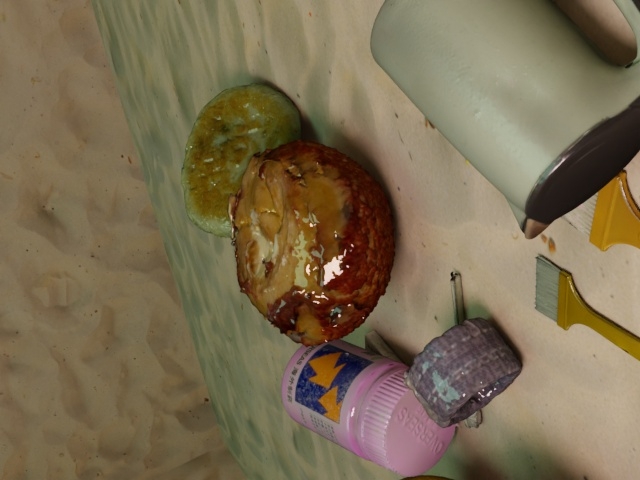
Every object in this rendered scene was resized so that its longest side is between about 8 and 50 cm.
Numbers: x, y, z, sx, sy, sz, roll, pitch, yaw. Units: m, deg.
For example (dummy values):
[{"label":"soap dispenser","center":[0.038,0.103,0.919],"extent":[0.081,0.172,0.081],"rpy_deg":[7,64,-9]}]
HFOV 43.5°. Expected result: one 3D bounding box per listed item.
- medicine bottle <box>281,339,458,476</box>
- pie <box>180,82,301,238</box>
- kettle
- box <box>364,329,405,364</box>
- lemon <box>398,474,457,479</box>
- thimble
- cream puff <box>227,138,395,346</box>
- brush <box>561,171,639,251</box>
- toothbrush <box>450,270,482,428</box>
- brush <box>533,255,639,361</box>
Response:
[{"label":"medicine bottle","center":[0.079,0.286,1.414],"extent":[0.291,0.178,0.178],"rpy_deg":[13,124,52]},{"label":"pie","center":[-0.150,-0.156,1.523],"extent":[0.071,0.323,0.323],"rpy_deg":[23,-159,-48]},{"label":"kettle","center":[0.196,-0.167,0.754],"extent":[0.255,0.165,0.240],"rpy_deg":[56,129,27]},{"label":"box","center":[0.125,0.279,1.568],"extent":[0.109,0.029,0.198],"rpy_deg":[48,152,42]},{"label":"lemon","center":[0.188,0.511,1.317],"extent":[0.245,0.320,0.245],"rpy_deg":[-12,71,40]},{"label":"thimble","center":[0.198,0.182,1.115],"extent":[0.097,0.150,0.150],"rpy_deg":[54,157,24]},{"label":"cream puff","center":[-0.001,0.005,1.302],"extent":[0.350,0.229,0.350],"rpy_deg":[-5,85,60]},{"label":"brush","center":[0.334,0.007,0.780],"extent":[0.272,0.013,0.103],"rpy_deg":[47,152,42]},{"label":"toothbrush","center":[0.218,0.174,1.228],"extent":[0.028,0.026,0.294],"rpy_deg":[13,126,43]},{"label":"brush","center":[0.318,0.095,0.915],"extent":[0.205,0.011,0.083],"rpy_deg":[41,146,49]}]
